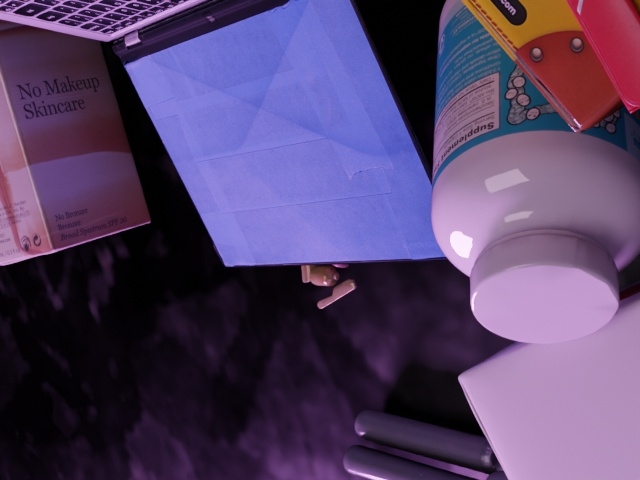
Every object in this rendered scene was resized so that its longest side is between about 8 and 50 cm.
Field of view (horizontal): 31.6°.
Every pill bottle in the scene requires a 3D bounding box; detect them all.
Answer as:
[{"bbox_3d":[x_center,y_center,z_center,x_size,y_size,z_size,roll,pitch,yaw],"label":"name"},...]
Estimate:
[{"bbox_3d":[0.151,-0.065,0.777,0.146,0.146,0.264,-34,39,42],"label":"pill bottle"}]

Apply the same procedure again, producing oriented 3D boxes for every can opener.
[{"bbox_3d":[0.133,0.203,1.004,0.280,0.093,0.074,7,71,44],"label":"can opener"}]

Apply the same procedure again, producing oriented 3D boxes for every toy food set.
[{"bbox_3d":[0.000,0.000,1.105,0.078,0.019,0.122,-34,73,42],"label":"toy food set"}]

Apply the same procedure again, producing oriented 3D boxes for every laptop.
[{"bbox_3d":[-0.148,-0.112,0.953,0.382,0.408,0.236,-4,81,54],"label":"laptop"}]

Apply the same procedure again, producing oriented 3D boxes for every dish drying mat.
[{"bbox_3d":[0.156,-0.109,0.596,0.032,0.008,0.083,-28,92,42],"label":"dish drying mat"}]

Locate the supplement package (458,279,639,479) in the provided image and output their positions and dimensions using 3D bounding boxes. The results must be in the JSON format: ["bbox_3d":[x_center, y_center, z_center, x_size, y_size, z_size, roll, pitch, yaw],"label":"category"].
[{"bbox_3d":[0.279,0.100,0.781,0.293,0.177,0.175,-31,83,42],"label":"supplement package"}]

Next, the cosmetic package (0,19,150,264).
[{"bbox_3d":[-0.314,-0.136,1.247,0.129,0.153,0.296,-12,97,41],"label":"cosmetic package"}]

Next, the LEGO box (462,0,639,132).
[{"bbox_3d":[0.141,-0.376,0.620,0.500,0.193,0.372,51,132,7],"label":"LEGO box"}]
